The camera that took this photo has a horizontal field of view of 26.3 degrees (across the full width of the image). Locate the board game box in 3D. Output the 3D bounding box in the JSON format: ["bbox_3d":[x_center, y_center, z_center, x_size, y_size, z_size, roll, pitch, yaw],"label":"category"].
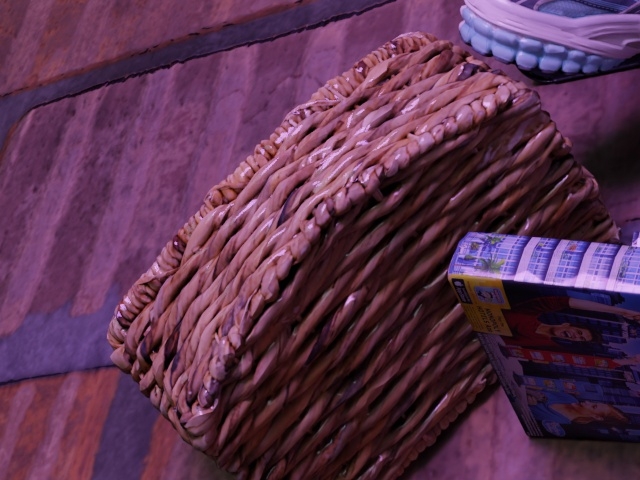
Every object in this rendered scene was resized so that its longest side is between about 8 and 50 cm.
[{"bbox_3d":[0.190,0.055,0.746,0.194,0.194,0.060,5,60,25],"label":"board game box"}]

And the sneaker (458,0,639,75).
[{"bbox_3d":[0.229,-0.172,0.843,0.283,0.122,0.110,-6,34,-17],"label":"sneaker"}]

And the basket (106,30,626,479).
[{"bbox_3d":[0.000,0.000,0.897,0.299,0.213,0.223,-45,41,-2],"label":"basket"}]

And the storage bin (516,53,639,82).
[{"bbox_3d":[0.169,-0.203,0.957,0.122,0.180,0.084,-8,53,35],"label":"storage bin"}]
